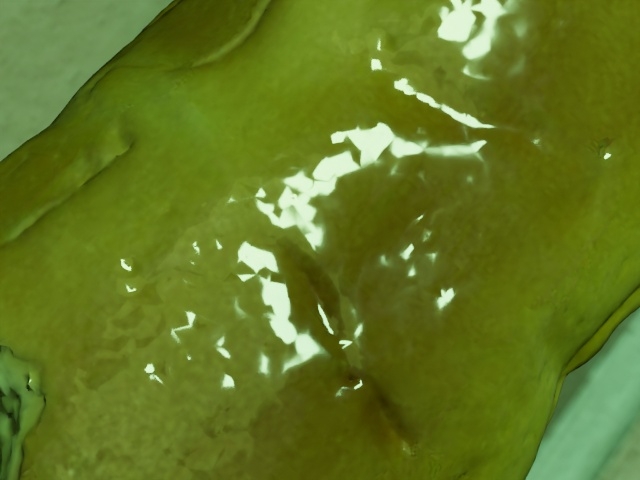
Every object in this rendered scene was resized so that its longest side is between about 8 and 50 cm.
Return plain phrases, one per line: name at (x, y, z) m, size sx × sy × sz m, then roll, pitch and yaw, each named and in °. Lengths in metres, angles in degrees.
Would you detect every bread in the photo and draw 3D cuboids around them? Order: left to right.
bread at (0.003, 0.000, 0.574) m, size 0.195 × 0.149 × 0.344 m, roll 37°, pitch 74°, yaw 8°
